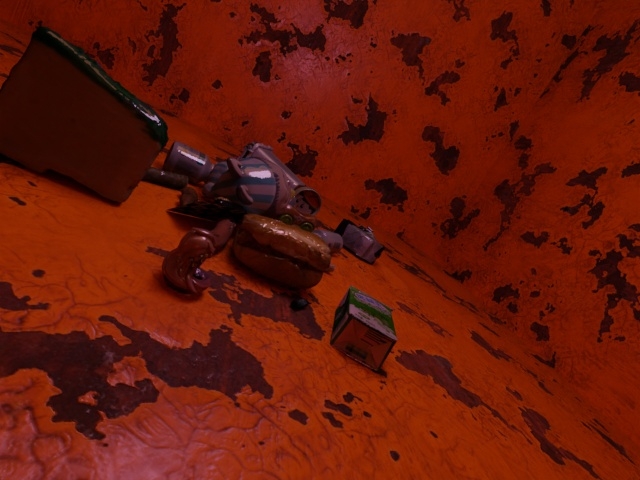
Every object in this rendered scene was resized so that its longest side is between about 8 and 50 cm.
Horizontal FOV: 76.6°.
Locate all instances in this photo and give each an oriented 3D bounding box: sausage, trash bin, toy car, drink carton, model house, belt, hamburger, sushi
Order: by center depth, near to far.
[{"bbox_3d":[-0.647,-0.340,1.150,0.382,0.335,0.343,36,11,-28],"label":"model house"},{"bbox_3d":[0.129,0.244,1.175,0.161,0.108,0.271,31,13,-1],"label":"drink carton"},{"bbox_3d":[-0.311,-0.022,1.252,0.078,0.078,0.304,29,13,-9],"label":"sausage"},{"bbox_3d":[-0.120,0.024,1.287,0.304,0.174,0.284,27,11,-17],"label":"hamburger"},{"bbox_3d":[-0.335,-0.108,1.345,0.192,0.043,0.279,-8,-13,35],"label":"sushi"},{"bbox_3d":[-0.099,-0.159,1.951,0.235,0.235,0.145,24,14,-28],"label":"toy car"},{"bbox_3d":[0.217,-0.008,2.229,0.289,0.164,0.184,39,9,21],"label":"belt"},{"bbox_3d":[-0.288,-0.352,2.249,0.367,0.256,0.296,41,12,7],"label":"trash bin"}]

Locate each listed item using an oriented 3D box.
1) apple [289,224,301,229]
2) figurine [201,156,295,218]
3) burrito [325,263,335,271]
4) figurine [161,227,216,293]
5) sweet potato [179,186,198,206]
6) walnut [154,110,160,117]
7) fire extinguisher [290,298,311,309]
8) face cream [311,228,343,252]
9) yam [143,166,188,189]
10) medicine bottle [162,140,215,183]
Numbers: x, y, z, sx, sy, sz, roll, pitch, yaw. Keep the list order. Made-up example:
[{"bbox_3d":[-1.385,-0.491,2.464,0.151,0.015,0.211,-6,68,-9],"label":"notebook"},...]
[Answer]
[{"bbox_3d":[-0.118,-0.027,1.712,0.084,0.084,0.071,38,22,28],"label":"apple"},{"bbox_3d":[-0.293,-0.237,1.483,0.361,0.267,0.378,20,-18,9],"label":"figurine"},{"bbox_3d":[-0.011,0.089,1.602,0.149,0.041,0.055,22,2,-22],"label":"burrito"},{"bbox_3d":[-0.292,0.047,0.901,0.126,0.157,0.114,42,37,24],"label":"figurine"},{"bbox_3d":[-0.464,-0.145,1.427,0.065,0.051,0.218,29,13,-24],"label":"sweet potato"},{"bbox_3d":[-0.699,-0.417,1.540,0.224,0.224,0.224,29,13,-7],"label":"walnut"},{"bbox_3d":[-0.058,0.182,1.173,0.038,0.025,0.083,11,3,27],"label":"fire extinguisher"},{"bbox_3d":[0.000,0.000,1.835,0.101,0.101,0.251,39,15,32],"label":"face cream"},{"bbox_3d":[-0.597,-0.235,1.452,0.061,0.061,0.274,39,15,31],"label":"yam"},{"bbox_3d":[-0.537,-0.314,1.711,0.215,0.135,0.135,24,14,-28],"label":"medicine bottle"}]
